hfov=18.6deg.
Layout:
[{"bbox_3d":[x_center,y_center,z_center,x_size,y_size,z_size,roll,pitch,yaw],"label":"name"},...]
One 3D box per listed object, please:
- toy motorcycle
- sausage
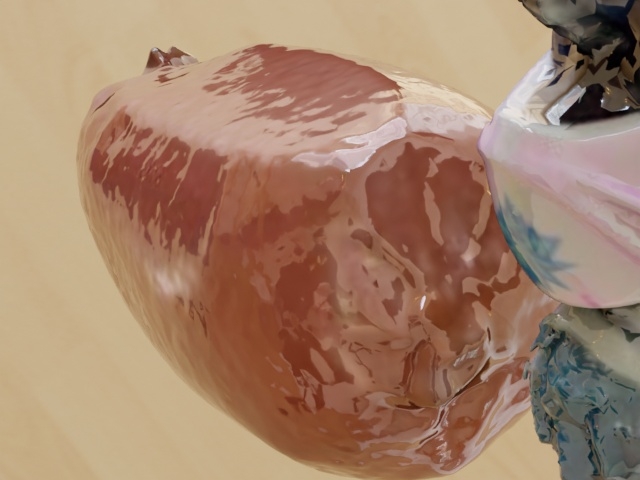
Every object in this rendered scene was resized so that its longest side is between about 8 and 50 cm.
[{"bbox_3d":[0.123,-0.016,0.541,0.239,0.108,0.204,13,103,-22],"label":"toy motorcycle"},{"bbox_3d":[0.000,0.000,0.701,0.148,0.254,0.148,-5,103,-20],"label":"sausage"}]
